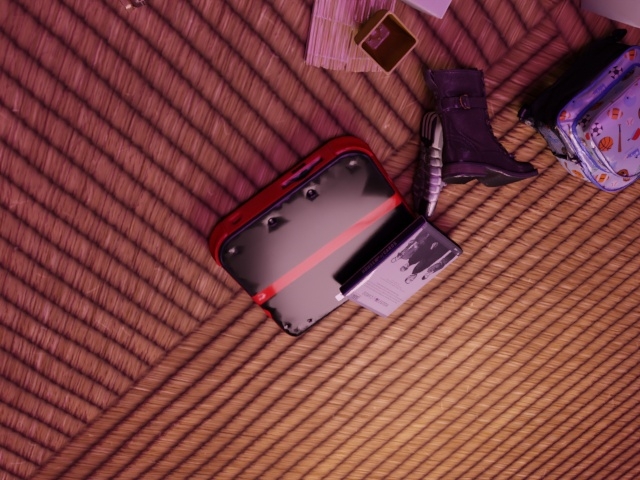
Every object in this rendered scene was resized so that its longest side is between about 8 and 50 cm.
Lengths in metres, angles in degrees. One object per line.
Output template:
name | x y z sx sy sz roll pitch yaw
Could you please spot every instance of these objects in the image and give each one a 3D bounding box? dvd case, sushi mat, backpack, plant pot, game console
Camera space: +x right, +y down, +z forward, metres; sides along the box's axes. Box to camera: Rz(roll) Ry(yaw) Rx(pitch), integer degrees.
dvd case | 0.178 0.064 1.526 0.239 0.029 0.179 -42 140 14
sushi mat | 0.068 -0.457 1.242 0.151 0.019 0.316 2 117 -18
backpack | 0.589 -0.238 1.426 0.276 0.213 0.263 -40 127 6
plant pot | 0.108 -0.358 1.246 0.081 0.083 0.081 37 102 -29
game console | 0.000 0.000 1.465 0.387 0.060 0.342 -36 129 5

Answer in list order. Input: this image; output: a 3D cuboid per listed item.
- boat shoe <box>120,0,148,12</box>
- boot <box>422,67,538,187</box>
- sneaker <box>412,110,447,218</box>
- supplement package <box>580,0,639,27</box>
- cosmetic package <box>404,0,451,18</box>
boat shoe | -0.328 -0.459 1.085 0.073 0.073 0.207 -33 130 0
boot | 0.317 -0.225 1.364 0.263 0.091 0.228 0 81 -35
sneaker | 0.269 -0.152 1.443 0.132 0.086 0.228 -6 119 -18
supplement package | 0.589 -0.519 1.271 0.149 0.194 0.203 -19 123 -8
cosmetic package | 0.070 -0.526 1.104 0.366 0.155 0.197 20 110 -23
